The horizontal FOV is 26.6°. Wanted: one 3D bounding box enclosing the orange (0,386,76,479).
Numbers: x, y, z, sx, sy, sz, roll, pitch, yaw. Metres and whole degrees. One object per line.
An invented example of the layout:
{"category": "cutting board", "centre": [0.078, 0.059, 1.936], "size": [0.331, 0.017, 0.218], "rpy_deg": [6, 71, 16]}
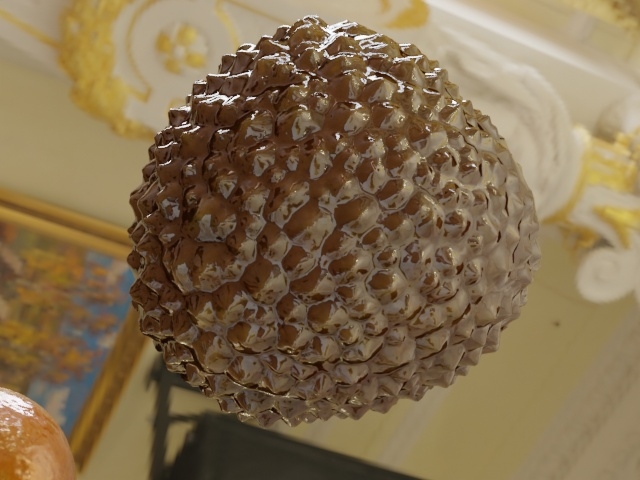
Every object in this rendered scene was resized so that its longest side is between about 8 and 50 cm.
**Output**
{"category": "orange", "centre": [-0.300, 0.218, 1.088], "size": [0.224, 0.170, 0.224], "rpy_deg": [-43, -152, 29]}

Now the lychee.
{"category": "lychee", "centre": [0.000, 0.000, 0.862], "size": [0.267, 0.267, 0.267], "rpy_deg": [-47, -147, 44]}
